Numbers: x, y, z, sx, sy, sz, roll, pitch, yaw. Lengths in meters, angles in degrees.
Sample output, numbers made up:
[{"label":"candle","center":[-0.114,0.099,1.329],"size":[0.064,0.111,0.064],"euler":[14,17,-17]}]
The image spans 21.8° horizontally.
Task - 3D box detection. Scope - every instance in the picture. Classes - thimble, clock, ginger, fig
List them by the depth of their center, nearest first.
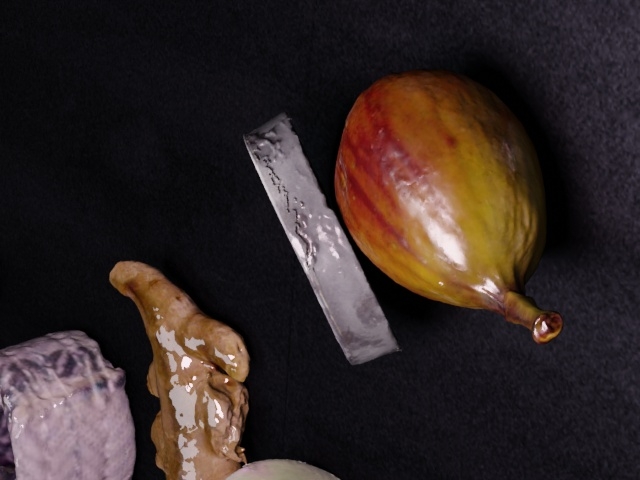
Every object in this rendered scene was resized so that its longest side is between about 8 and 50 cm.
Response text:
[{"label":"fig","center":[0.113,-0.012,1.254],"size":[0.274,0.146,0.170],"euler":[-123,35,-44]},{"label":"clock","center":[0.000,0.000,1.406],"size":[0.226,0.049,0.226],"euler":[-25,-90,-89]},{"label":"ginger","center":[-0.123,0.179,1.733],"size":[0.166,0.080,0.333],"euler":[-6,93,39]},{"label":"thimble","center":[-0.331,0.227,1.960],"size":[0.217,0.157,0.245],"euler":[53,140,24]}]

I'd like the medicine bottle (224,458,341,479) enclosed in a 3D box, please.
[{"label":"medicine bottle","center":[-0.038,0.305,1.606],"size":[0.147,0.147,0.143],"euler":[36,130,40]}]
